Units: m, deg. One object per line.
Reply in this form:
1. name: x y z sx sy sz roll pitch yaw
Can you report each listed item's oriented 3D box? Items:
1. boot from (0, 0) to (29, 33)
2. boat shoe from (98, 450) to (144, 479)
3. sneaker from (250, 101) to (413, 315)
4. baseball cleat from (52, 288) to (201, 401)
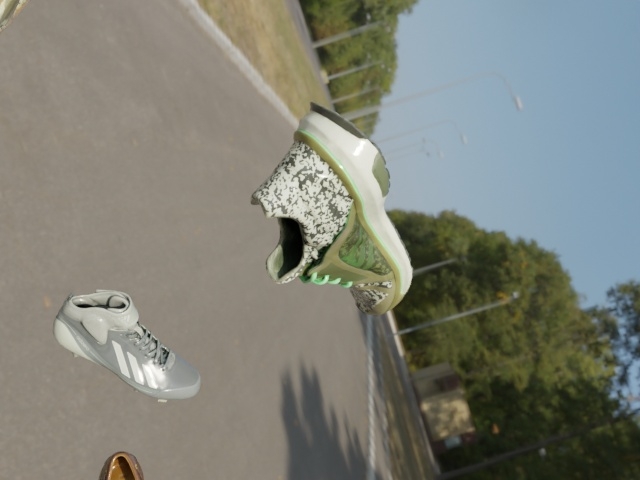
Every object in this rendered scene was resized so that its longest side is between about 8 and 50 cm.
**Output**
1. boot: -0.314 -0.223 0.516 0.269 0.089 0.236 36 32 -21
2. boat shoe: -0.217 0.320 0.923 0.060 0.064 0.178 111 -30 -57
3. sneaker: 0.000 0.000 1.133 0.158 0.182 0.410 42 -15 35
4. baseball cleat: -0.232 0.131 1.049 0.205 0.109 0.072 25 36 -16
